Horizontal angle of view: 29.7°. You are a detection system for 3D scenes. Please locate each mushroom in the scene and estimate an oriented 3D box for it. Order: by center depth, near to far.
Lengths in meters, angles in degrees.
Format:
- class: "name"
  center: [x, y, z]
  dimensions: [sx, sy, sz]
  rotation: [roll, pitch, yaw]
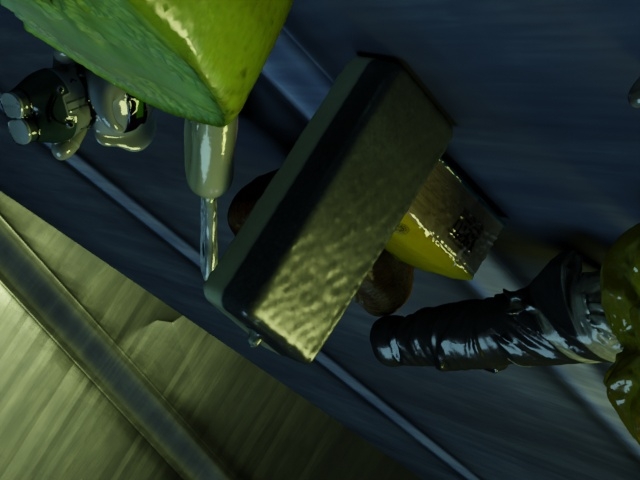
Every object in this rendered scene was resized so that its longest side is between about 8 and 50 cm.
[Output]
- class: "mushroom"
  center: [0.009, -0.010, 1.333]
  dimensions: [0.231, 0.138, 0.194]
  rotation: [26, 147, 26]

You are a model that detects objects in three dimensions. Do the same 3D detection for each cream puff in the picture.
- class: "cream puff"
  center: [0.306, 0.088, 0.937]
  dimensions: [0.221, 0.195, 0.195]
  rotation: [34, 167, 1]

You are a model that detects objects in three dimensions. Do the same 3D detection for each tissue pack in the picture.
- class: "tissue pack"
  center: [0.080, -0.038, 1.166]
  dimensions: [0.120, 0.082, 0.169]
  rotation: [17, 162, 50]

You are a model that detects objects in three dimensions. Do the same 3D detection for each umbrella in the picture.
- class: "umbrella"
  center: [0.190, 0.076, 1.181]
  dimensions: [0.357, 0.106, 0.113]
  rotation: [-10, 144, 46]

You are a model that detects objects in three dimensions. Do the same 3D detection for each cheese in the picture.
- class: "cheese"
  center: [-0.121, -0.065, 1.316]
  dimensions: [0.049, 0.235, 0.127]
  rotation: [-5, -157, -13]

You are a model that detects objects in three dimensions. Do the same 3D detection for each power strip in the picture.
- class: "power strip"
  center: [0.006, -0.023, 1.002]
  dimensions: [0.070, 0.257, 0.105]
  rotation: [18, 161, 46]

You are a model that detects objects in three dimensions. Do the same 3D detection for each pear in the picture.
- class: "pear"
  center: [-0.111, -0.202, 0.798]
  dimensions: [0.286, 0.176, 0.282]
  rotation: [26, 169, 41]

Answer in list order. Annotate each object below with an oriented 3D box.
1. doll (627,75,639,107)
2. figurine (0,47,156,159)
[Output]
- class: "doll"
  center: [0.255, -0.048, 0.745]
  dimensions: [0.152, 0.085, 0.114]
  rotation: [45, -173, -17]
- class: "figurine"
  center: [-0.237, -0.155, 1.272]
  dimensions: [0.126, 0.192, 0.147]
  rotation: [-5, 106, 50]
